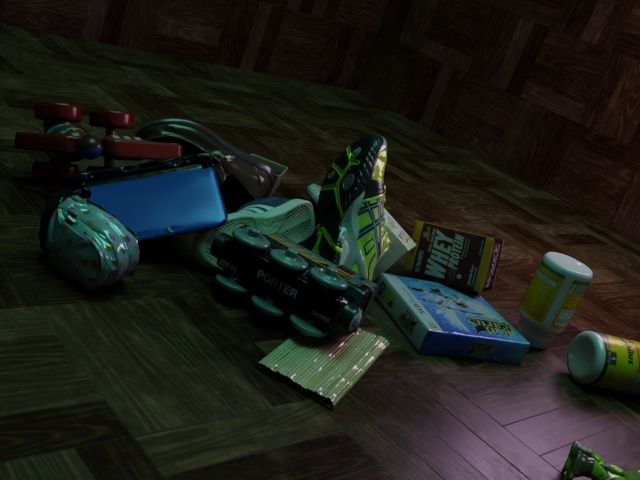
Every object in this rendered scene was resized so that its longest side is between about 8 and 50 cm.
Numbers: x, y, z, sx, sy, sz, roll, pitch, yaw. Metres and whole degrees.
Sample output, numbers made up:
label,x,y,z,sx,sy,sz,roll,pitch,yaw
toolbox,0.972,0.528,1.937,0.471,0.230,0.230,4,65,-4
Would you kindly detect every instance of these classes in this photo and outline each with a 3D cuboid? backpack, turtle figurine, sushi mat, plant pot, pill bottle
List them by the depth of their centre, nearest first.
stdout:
label,x,y,z,sx,sy,sz,roll,pitch,yaw
turtle figurine,0.507,0.407,1.251,0.217,0.087,0.269,25,20,12
backpack,-0.410,0.008,1.372,0.182,0.151,0.115,31,38,20
sushi mat,0.016,0.205,1.415,0.152,0.019,0.316,25,20,15
pill bottle,0.661,0.274,1.705,0.215,0.117,0.117,13,21,-18
pill bottle,0.531,0.141,1.792,0.118,0.208,0.117,17,20,-7
plant pot,-0.163,-0.162,2.090,0.109,0.096,0.109,22,20,3

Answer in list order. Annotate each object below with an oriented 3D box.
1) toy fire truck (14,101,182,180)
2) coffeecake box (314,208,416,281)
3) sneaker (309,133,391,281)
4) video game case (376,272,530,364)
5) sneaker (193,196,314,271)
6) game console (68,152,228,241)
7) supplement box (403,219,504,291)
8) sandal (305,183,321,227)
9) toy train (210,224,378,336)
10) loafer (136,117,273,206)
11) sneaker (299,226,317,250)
label,x,y,z,sx,sy,sz,roll,pitch,yaw
toy fire truck,-0.485,-0.208,1.684,0.302,0.169,0.254,1,5,-40
coffeecake box,0.102,-0.009,1.784,0.185,0.142,0.068,49,25,6
sneaker,0.080,-0.043,1.682,0.147,0.384,0.145,22,-11,-30
video game case,0.283,0.170,1.702,0.270,0.061,0.244,10,23,-26
sneaker,-0.169,-0.016,1.700,0.148,0.131,0.350,8,15,37
game console,-0.359,-0.072,1.618,0.293,0.173,0.250,-10,-4,-13
supplement box,0.327,0.037,1.880,0.191,0.129,0.194,14,4,21
sandal,0.027,-0.072,2.043,0.169,0.102,0.416,25,5,-2
toy train,-0.050,0.075,1.491,0.334,0.142,0.190,27,14,22
loafer,-0.277,-0.181,1.899,0.366,0.134,0.130,21,54,-25
sneaker,0.000,0.000,1.889,0.191,0.071,0.083,9,9,-35
